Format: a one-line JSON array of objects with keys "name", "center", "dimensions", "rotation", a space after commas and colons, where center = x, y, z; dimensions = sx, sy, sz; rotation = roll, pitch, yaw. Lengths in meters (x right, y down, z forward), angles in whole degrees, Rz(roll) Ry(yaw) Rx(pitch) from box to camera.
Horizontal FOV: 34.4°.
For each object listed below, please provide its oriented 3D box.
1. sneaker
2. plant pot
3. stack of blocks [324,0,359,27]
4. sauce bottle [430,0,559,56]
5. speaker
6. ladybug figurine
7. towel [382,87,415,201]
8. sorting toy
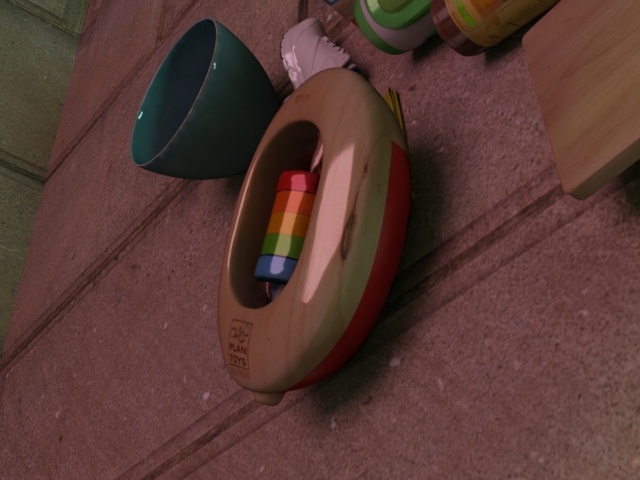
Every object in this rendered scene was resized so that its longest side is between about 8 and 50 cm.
[{"name": "sneaker", "center": [0.012, -0.269, 1.691], "dimensions": [0.129, 0.111, 0.297], "rotation": [-29, 44, 22]}, {"name": "plant pot", "center": [-0.184, -0.224, 1.857], "dimensions": [0.290, 0.195, 0.290], "rotation": [-41, 35, 37]}, {"name": "stack of blocks", "center": [0.122, -0.454, 1.552], "dimensions": [0.297, 0.171, 0.087], "rotation": [-28, 44, 39]}, {"name": "sauce bottle", "center": [0.282, -0.352, 1.262], "dimensions": [0.344, 0.111, 0.111], "rotation": [-33, 40, 44]}, {"name": "speaker", "center": [0.179, -0.385, 1.450], "dimensions": [0.296, 0.131, 0.131], "rotation": [-35, 39, 42]}, {"name": "ladybug figurine", "center": [0.000, 0.000, 1.364], "dimensions": [0.305, 0.162, 0.449], "rotation": [6, 79, 58]}, {"name": "towel", "center": [0.085, -0.116, 1.494], "dimensions": [0.102, 0.021, 0.237], "rotation": [-43, 34, 33]}, {"name": "sorting toy", "center": [0.345, -0.191, 1.042], "dimensions": [0.257, 0.089, 0.255], "rotation": [-42, 35, 35]}]
